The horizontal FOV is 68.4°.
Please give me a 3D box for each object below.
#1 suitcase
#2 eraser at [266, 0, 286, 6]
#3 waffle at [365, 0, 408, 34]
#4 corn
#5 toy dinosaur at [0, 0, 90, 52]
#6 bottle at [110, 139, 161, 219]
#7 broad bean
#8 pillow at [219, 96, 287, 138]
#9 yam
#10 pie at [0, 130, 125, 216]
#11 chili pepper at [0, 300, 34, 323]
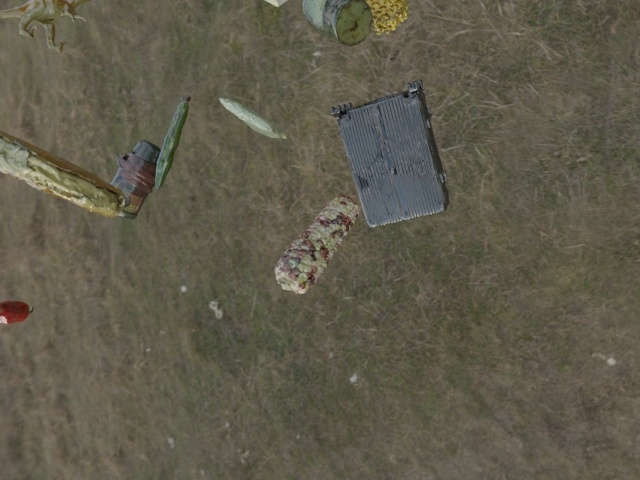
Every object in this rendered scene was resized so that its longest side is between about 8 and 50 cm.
[{"bbox_3d":[0.190,-0.218,1.227,0.229,0.152,0.335,-12,106,22],"label":"suitcase"},{"bbox_3d":[-0.124,-0.692,1.207,0.230,0.157,0.038,41,168,31],"label":"eraser"},{"bbox_3d":[0.183,-0.751,1.515,0.070,0.197,0.193,93,160,-68],"label":"waffle"},{"bbox_3d":[0.000,0.000,1.027,0.092,0.280,0.092,27,150,17],"label":"corn"},{"bbox_3d":[-0.507,-0.415,0.837,0.039,0.162,0.126,-8,68,63],"label":"toy dinosaur"},{"bbox_3d":[-0.647,-0.218,1.625,0.143,0.156,0.271,28,91,48],"label":"bottle"},{"bbox_3d":[-0.437,-0.288,1.382,0.298,0.043,0.060,-69,23,6],"label":"broad bean"},{"bbox_3d":[-0.297,-0.538,2.107,0.274,0.281,0.076,31,99,5],"label":"pillow"},{"bbox_3d":[0.052,-0.646,1.345,0.254,0.154,0.154,54,132,47],"label":"yam"},{"bbox_3d":[-0.578,-0.145,1.001,0.339,0.339,0.083,20,83,44],"label":"pie"},{"bbox_3d":[-0.682,0.156,1.021,0.059,0.191,0.050,8,82,5],"label":"chili pepper"}]
